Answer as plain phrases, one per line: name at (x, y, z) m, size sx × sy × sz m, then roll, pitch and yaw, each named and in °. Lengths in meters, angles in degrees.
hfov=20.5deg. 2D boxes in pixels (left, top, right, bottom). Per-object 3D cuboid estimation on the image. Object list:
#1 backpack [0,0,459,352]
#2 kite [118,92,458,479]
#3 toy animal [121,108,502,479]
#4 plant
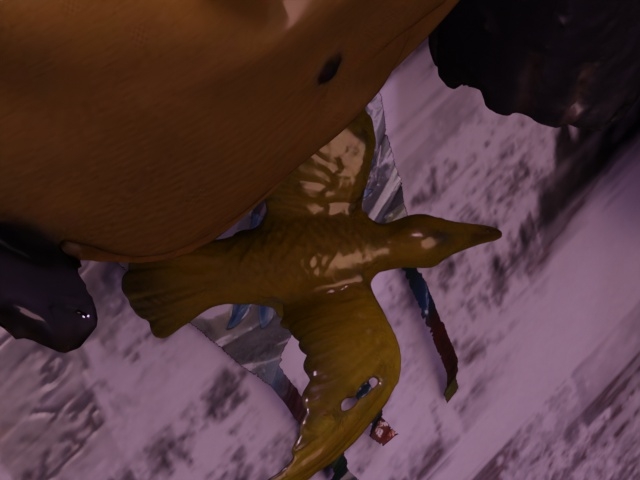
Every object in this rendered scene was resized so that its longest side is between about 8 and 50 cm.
backpack at (-0.051, -0.161, 0.538) m, size 0.353 × 0.201 × 0.378 m, roll 19°, pitch 94°, yaw -47°
kite at (0.009, 0.013, 0.857) m, size 0.169 × 0.015 × 0.310 m, roll -51°, pitch 140°, yaw -16°
toy animal at (0.000, 0.000, 0.764) m, size 0.155 × 0.095 × 0.219 m, roll -1°, pitch 80°, yaw -43°
plant at (0.128, -0.178, 0.777) m, size 0.164 × 0.142 × 0.256 m, roll -15°, pitch 126°, yaw -42°
